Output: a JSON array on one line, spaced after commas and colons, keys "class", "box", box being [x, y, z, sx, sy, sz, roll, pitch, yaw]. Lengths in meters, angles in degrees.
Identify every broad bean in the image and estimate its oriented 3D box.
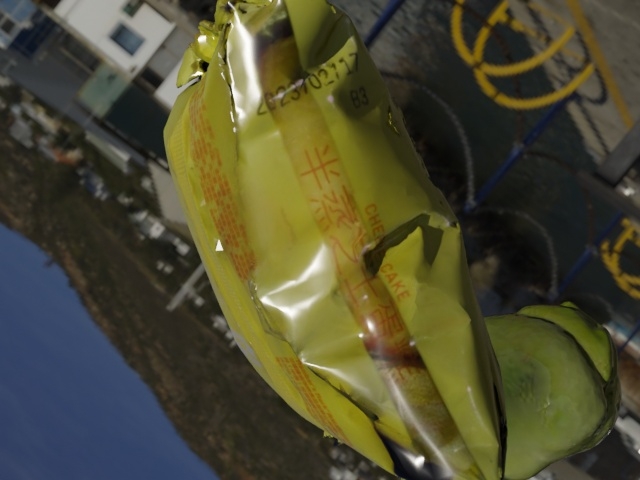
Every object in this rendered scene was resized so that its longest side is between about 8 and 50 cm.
[{"class": "broad bean", "box": [0.131, 0.111, 0.739, 0.082, 0.174, 0.124, 30, -133, -46]}]

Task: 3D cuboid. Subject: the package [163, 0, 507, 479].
[{"class": "package", "box": [0.000, 0.000, 0.431, 0.226, 0.090, 0.168, 66, 163, -6]}]
